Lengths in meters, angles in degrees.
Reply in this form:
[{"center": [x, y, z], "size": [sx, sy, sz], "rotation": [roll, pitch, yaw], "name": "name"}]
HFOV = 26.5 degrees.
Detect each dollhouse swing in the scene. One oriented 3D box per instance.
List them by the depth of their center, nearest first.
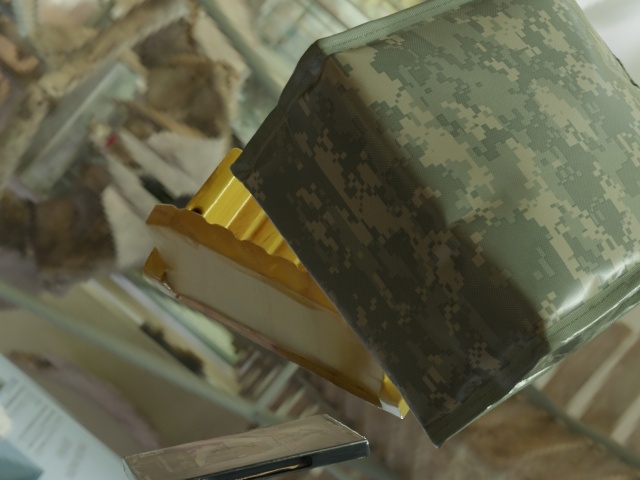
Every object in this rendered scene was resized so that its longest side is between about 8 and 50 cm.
[{"center": [0.000, 0.000, 1.591], "size": [0.315, 0.347, 0.305], "rotation": [-55, 165, -30], "name": "dollhouse swing"}]

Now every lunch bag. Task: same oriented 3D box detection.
[{"center": [0.127, -0.043, 0.899], "size": [0.287, 0.235, 0.169], "rotation": [-27, 164, -38], "name": "lunch bag"}]

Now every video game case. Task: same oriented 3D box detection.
[{"center": [-0.097, 0.267, 1.679], "size": [0.274, 0.026, 0.196], "rotation": [-11, -175, -14], "name": "video game case"}]
